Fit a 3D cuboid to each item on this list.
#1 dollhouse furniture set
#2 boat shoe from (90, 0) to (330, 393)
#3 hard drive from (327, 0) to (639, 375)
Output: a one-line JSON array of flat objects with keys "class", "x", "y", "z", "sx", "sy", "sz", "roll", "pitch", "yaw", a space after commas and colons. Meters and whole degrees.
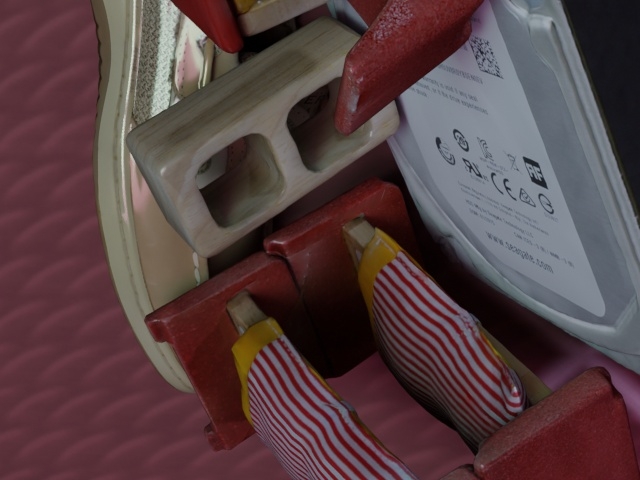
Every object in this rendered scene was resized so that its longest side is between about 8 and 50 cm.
[{"class": "dollhouse furniture set", "x": 0.000, "y": 0.000, "z": 0.667, "sx": 0.152, "sy": 0.201, "sz": 0.374, "roll": -34, "pitch": 134, "yaw": -12}, {"class": "boat shoe", "x": -0.050, "y": -0.073, "z": 0.793, "sx": 0.110, "sy": 0.121, "sz": 0.341, "roll": 2, "pitch": 113, "yaw": 17}, {"class": "hard drive", "x": 0.069, "y": -0.106, "z": 0.657, "sx": 0.064, "sy": 0.237, "sz": 0.339, "roll": -32, "pitch": 118, "yaw": -14}]
